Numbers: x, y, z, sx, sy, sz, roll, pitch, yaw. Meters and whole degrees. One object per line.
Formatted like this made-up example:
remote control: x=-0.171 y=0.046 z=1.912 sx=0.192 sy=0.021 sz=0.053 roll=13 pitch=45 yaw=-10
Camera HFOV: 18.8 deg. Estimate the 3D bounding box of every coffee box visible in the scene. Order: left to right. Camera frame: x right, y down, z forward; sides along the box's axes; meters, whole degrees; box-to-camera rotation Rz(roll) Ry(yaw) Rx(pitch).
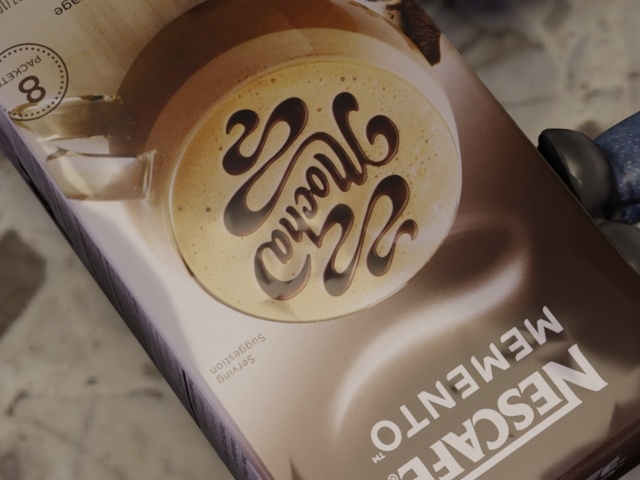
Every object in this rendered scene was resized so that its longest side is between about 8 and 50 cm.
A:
coffee box: x=0.000 y=0.000 z=0.797 sx=0.168 sy=0.119 sz=0.297 roll=-34 pitch=73 yaw=-11

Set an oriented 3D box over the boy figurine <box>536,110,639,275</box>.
boy figurine: x=0.243 y=-0.045 z=0.824 sx=0.285 sy=0.092 sz=0.177 roll=-22 pitch=69 yaw=-3
